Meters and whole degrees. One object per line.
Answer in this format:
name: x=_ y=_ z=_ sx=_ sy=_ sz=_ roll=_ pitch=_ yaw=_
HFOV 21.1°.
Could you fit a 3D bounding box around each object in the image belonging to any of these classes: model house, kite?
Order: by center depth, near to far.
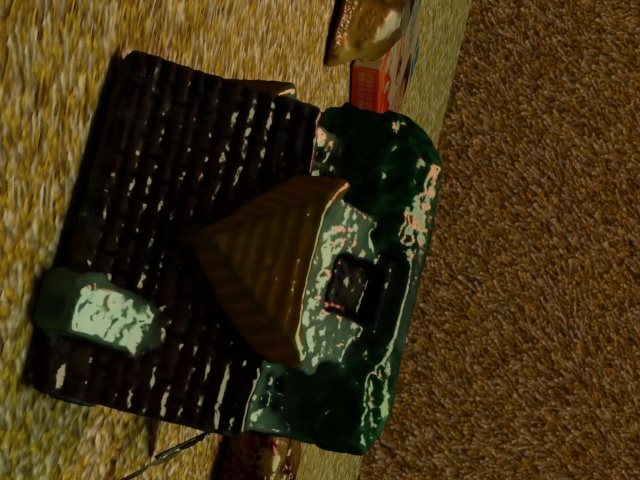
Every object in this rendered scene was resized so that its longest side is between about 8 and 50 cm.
model house: x=-0.080 y=-0.002 z=1.255 sx=0.249 sy=0.230 sz=0.280 roll=28 pitch=71 yaw=-56
kite: x=-0.101 y=0.176 z=1.547 sx=0.250 sy=0.012 sz=0.229 roll=-23 pitch=175 yaw=-40

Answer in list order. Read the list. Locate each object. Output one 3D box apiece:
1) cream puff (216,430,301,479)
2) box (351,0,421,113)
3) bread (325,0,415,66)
cream puff: x=-0.074 y=0.262 z=2.013 sx=0.149 sy=0.084 sz=0.149 roll=9 pitch=90 yaw=-80
box: x=0.097 y=-0.259 z=2.478 sx=0.273 sy=0.048 sz=0.265 roll=89 pitch=16 yaw=-57
bread: x=0.076 y=-0.323 z=2.122 sx=0.161 sy=0.088 sz=0.233 roll=-60 pitch=163 yaw=-72
